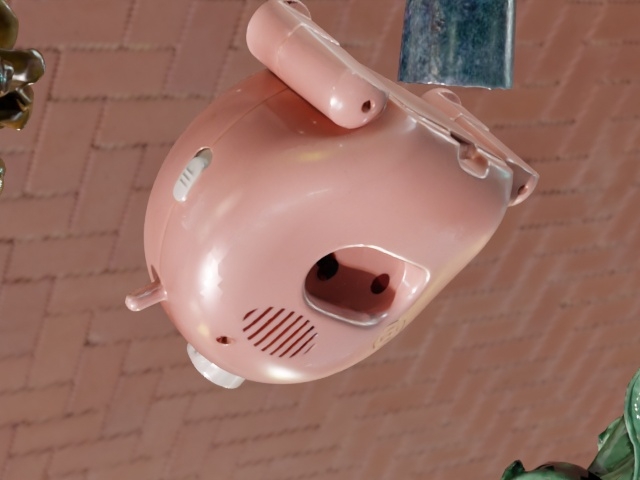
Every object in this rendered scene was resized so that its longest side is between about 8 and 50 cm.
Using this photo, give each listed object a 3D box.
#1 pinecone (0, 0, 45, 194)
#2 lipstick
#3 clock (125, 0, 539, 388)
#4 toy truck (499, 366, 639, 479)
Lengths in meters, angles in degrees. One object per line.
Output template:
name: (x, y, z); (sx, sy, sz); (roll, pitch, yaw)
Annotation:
pinecone: (-0.386, -0.119, 1.056); (0.384, 0.384, 0.384); (-21, 141, -18)
lipstick: (0.072, -0.185, 0.620); (0.053, 0.053, 0.234); (0, 99, -37)
clock: (0.000, 0.000, 0.906); (0.227, 0.142, 0.241); (23, 109, -47)
toy truck: (0.122, 0.038, 0.374); (0.080, 0.078, 0.154); (-11, 134, -53)
